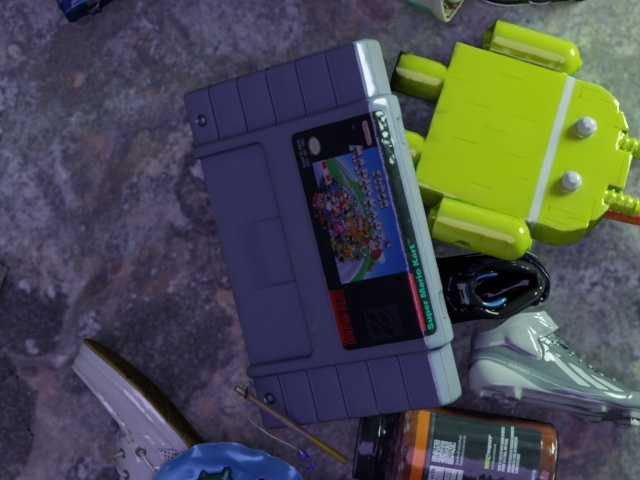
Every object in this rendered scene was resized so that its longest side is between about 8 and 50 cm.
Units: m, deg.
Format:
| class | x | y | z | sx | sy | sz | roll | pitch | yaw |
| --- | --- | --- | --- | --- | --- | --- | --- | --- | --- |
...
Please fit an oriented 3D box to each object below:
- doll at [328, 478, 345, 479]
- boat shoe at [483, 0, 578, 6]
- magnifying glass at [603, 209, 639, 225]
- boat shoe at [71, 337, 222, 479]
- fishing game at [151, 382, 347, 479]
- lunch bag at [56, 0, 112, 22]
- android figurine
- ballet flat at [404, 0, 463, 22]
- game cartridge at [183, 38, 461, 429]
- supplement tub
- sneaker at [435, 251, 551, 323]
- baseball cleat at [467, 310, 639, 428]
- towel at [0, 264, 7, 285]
| class | x | y | z | sx | sy | sz | roll | pitch | yaw |
| --- | --- | --- | --- | --- | --- | --- | --- | --- | --- |
| doll | 0.038 | 0.329 | 1.513 | 0.129 | 0.046 | 0.189 | -33 | 57 | 9 |
| boat shoe | 0.217 | -0.258 | 1.536 | 0.125 | 0.038 | 0.046 | 4 | 94 | 2 |
| magnifying glass | 0.382 | -0.010 | 1.525 | 0.231 | 0.092 | 0.026 | 15 | 97 | 12 |
| boat shoe | -0.167 | 0.222 | 1.541 | 0.096 | 0.098 | 0.277 | -42 | 92 | 2 |
| fishing game | -0.090 | 0.290 | 1.490 | 0.189 | 0.041 | 0.264 | 39 | 86 | -8 |
| lunch bag | -0.237 | -0.257 | 1.523 | 0.067 | 0.098 | 0.065 | -31 | 94 | -2 |
| android figurine | 0.190 | -0.095 | 1.503 | 0.272 | 0.056 | 0.248 | 18 | 68 | 5 |
| ballet flat | 0.182 | -0.315 | 1.507 | 0.086 | 0.086 | 0.248 | 44 | 96 | 0 |
| game cartridge | 0.000 | 0.000 | 1.491 | 0.230 | 0.068 | 0.355 | -12 | 92 | 40 |
| supplement tub | 0.133 | 0.219 | 1.527 | 0.197 | 0.106 | 0.106 | 9 | 93 | 2 |
| sneaker | 0.120 | 0.049 | 1.511 | 0.216 | 0.121 | 0.079 | -13 | 91 | 3 |
| baseball cleat | 0.250 | 0.128 | 1.536 | 0.205 | 0.072 | 0.109 | 12 | 69 | -13 |
| towel | -0.521 | 0.118 | 1.572 | 0.317 | 0.053 | 0.332 | 21 | 93 | 0 |
